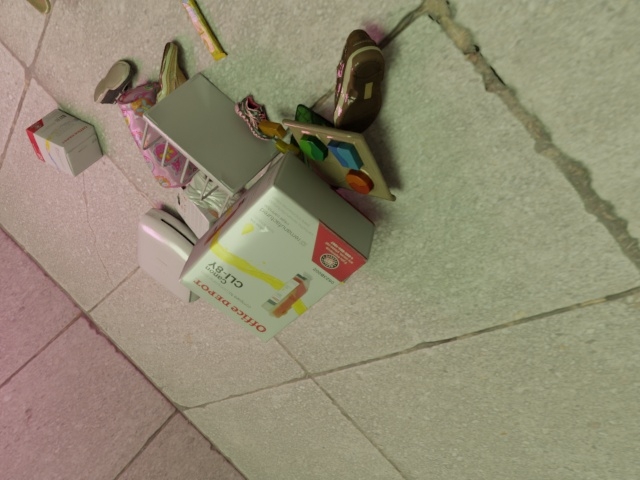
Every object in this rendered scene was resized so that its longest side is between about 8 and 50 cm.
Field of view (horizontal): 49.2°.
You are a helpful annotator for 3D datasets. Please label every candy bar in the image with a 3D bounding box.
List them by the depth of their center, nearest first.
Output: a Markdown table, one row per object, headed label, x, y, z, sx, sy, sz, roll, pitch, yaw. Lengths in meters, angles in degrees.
| label | x | y | z | sx | sy | sz | roll | pitch | yaw |
| --- | --- | --- | --- | --- | --- | --- | --- | --- | --- |
| candy bar | -0.263 | -0.476 | 1.564 | 0.040 | 0.018 | 0.161 | -5 | 124 | 44 |

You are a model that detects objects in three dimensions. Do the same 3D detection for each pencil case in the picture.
| label | x | y | z | sx | sy | sz | roll | pitch | yaw |
| --- | --- | --- | --- | --- | --- | --- | --- | --- | --- |
| pencil case | -0.430 | -0.276 | 1.870 | 0.124 | 0.124 | 0.284 | 9 | 134 | 40 |

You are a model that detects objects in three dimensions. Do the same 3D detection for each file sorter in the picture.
| label | x | y | z | sx | sy | sz | roll | pitch | yaw |
| --- | --- | --- | --- | --- | --- | --- | --- | --- | --- |
| file sorter | -0.270 | -0.221 | 1.700 | 0.277 | 0.193 | 0.173 | 41 | 149 | 2 |

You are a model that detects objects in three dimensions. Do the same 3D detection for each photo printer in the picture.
| label | x | y | z | sx | sy | sz | roll | pitch | yaw |
| --- | --- | --- | --- | --- | --- | --- | --- | --- | --- |
| photo printer | -0.479 | 0.045 | 2.276 | 0.256 | 0.107 | 0.308 | 37 | 146 | 9 |

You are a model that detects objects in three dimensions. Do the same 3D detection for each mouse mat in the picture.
| label | x | y | z | sx | sy | sz | roll | pitch | yaw |
| --- | --- | --- | --- | --- | --- | --- | --- | --- | --- |
| mouse mat | -0.005 | -0.211 | 1.605 | 0.152 | 0.007 | 0.190 | 34 | 146 | 13 |

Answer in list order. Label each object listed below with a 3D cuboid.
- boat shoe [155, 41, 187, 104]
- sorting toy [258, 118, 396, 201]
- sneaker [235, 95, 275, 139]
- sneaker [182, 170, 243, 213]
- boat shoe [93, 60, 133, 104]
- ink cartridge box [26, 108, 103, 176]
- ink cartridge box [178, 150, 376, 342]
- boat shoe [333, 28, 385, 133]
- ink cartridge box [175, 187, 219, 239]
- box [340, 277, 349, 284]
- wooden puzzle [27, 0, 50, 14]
| label | x | y | z | sx | sy | sz | roll | pitch | yaw |
| --- | --- | --- | --- | --- | --- | --- | --- | --- | --- |
| boat shoe | -0.359 | -0.398 | 1.719 | 0.072 | 0.068 | 0.190 | 10 | 138 | -12 |
| sorting toy | 0.002 | -0.177 | 1.526 | 0.307 | 0.041 | 0.229 | 19 | 157 | 39 |
| sneaker | -0.146 | -0.287 | 1.635 | 0.119 | 0.047 | 0.057 | 46 | 135 | -7 |
| sneaker | -0.246 | -0.119 | 1.880 | 0.232 | 0.115 | 0.090 | 26 | -168 | -9 |
| boat shoe | -0.545 | -0.422 | 1.893 | 0.065 | 0.075 | 0.206 | 12 | 159 | -38 |
| ink cartridge box | -0.801 | -0.306 | 2.198 | 0.176 | 0.128 | 0.127 | 26 | 143 | 25 |
| ink cartridge box | -0.105 | 0.029 | 1.639 | 0.279 | 0.160 | 0.384 | 38 | 124 | -16 |
| boat shoe | 0.071 | -0.307 | 1.370 | 0.257 | 0.095 | 0.095 | 109 | 145 | -61 |
| ink cartridge box | -0.372 | -0.083 | 2.105 | 0.179 | 0.045 | 0.145 | 51 | 151 | 21 |
| box | 0.000 | 0.000 | 1.762 | 0.232 | 0.087 | 0.058 | 51 | 147 | -14 |
| wooden puzzle | -0.742 | -0.709 | 1.738 | 0.221 | 0.044 | 0.239 | 41 | 148 | 38 |
